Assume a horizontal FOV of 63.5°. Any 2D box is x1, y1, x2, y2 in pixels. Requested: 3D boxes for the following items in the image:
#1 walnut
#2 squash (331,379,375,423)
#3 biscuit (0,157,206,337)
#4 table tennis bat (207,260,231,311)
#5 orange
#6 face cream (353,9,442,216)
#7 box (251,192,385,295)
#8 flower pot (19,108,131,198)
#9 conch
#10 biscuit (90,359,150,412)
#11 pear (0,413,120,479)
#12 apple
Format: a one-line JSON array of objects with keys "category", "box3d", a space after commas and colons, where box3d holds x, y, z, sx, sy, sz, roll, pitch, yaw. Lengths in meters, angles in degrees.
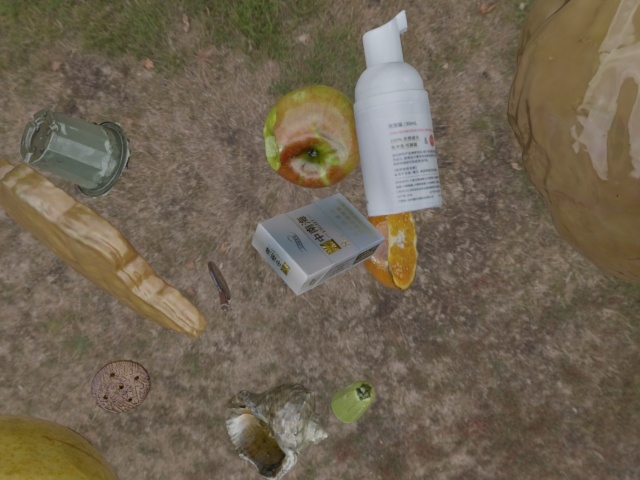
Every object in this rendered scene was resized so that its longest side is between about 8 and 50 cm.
[{"category": "walnut", "box3d": [0.369, -0.126, 0.517, 0.384, 0.383, 0.383, 0, 98, -3]}, {"category": "squash", "box3d": [0.090, 0.393, 1.285, 0.094, 0.224, 0.094, 5, 63, -9]}, {"category": "biscuit", "box3d": [-0.302, 0.021, 0.683, 0.376, 0.269, 0.051, 30, 66, 18]}, {"category": "table tennis bat", "box3d": [-0.290, 0.138, 1.276, 0.119, 0.170, 0.107, -28, 124, -2]}, {"category": "orange", "box3d": [0.269, 0.022, 1.889, 0.274, 0.274, 0.310, -31, 71, 1]}, {"category": "face cream", "box3d": [0.134, -0.237, 0.977, 0.146, 0.145, 0.369, -9, 93, -2]}, {"category": "box", "box3d": [0.000, 0.000, 1.065, 0.155, 0.243, 0.067, 45, 134, 20]}, {"category": "flower pot", "box3d": [-0.834, -0.313, 1.747, 0.291, 0.259, 0.290, -9, 73, 30]}, {"category": "conch", "box3d": [-0.082, 0.312, 0.865, 0.207, 0.130, 0.155, 5, 59, 24]}, {"category": "biscuit", "box3d": [-0.662, 0.485, 1.719, 0.188, 0.027, 0.187, -5, 104, -20]}, {"category": "pear", "box3d": [-0.373, 0.344, 0.560, 0.315, 0.314, 0.314, 0, 98, -3]}, {"category": "apple", "box3d": [-0.020, -0.347, 1.707, 0.340, 0.339, 0.339, 0, 98, -3]}]
